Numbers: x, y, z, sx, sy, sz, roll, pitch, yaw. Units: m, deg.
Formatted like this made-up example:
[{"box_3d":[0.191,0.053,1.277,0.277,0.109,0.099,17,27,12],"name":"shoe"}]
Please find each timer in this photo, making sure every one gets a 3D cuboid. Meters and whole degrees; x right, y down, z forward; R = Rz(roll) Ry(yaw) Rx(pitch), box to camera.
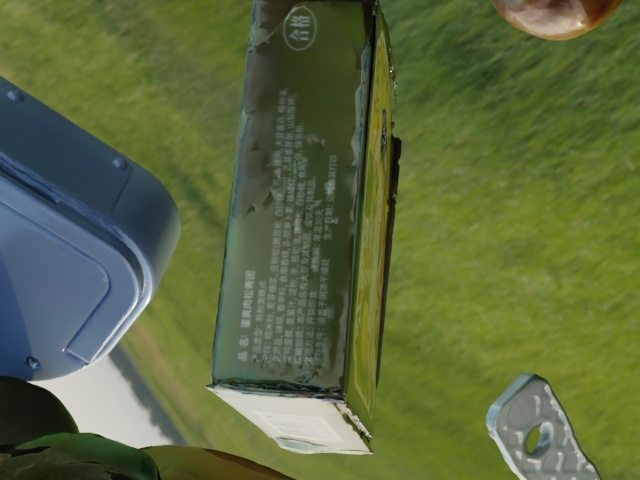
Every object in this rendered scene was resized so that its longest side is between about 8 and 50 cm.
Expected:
[{"box_3d":[-0.386,-0.001,1.426,0.395,0.395,0.173,61,-153,-31],"name":"timer"}]

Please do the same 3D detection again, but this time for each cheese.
[{"box_3d":[0.146,0.163,0.617,0.054,0.127,0.251,22,148,56],"name":"cheese"}]

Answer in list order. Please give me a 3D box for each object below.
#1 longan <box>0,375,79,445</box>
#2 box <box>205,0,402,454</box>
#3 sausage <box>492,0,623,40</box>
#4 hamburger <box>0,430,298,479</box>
[{"box_3d":[-0.409,0.315,1.351,0.288,0.350,0.288,16,144,12],"name":"longan"},{"box_3d":[0.000,0.000,1.288,0.373,0.138,0.420,66,-153,-71],"name":"box"},{"box_3d":[0.190,-0.212,0.703,0.076,0.302,0.103,46,155,-4],"name":"sausage"},{"box_3d":[-0.090,0.258,0.384,0.277,0.396,0.396,12,-152,-50],"name":"hamburger"}]
